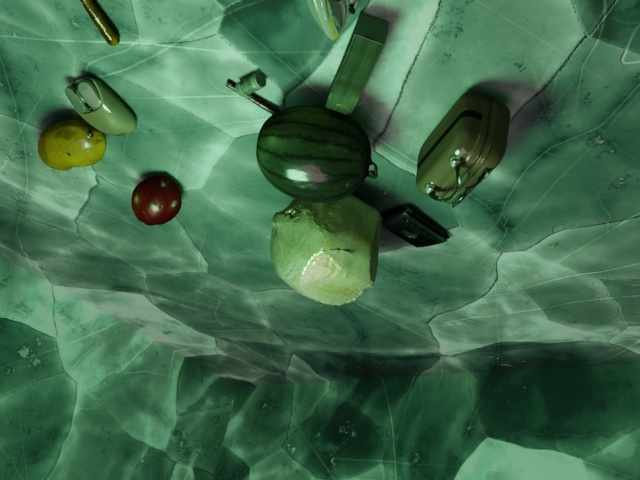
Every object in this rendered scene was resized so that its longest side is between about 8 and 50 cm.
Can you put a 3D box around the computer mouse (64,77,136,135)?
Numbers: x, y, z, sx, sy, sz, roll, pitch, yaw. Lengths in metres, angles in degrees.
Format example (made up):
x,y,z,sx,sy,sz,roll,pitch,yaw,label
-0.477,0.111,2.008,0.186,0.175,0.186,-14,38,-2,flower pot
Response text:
x,y,z,sx,sy,sz,roll,pitch,yaw,label
-0.698,-0.418,1.942,0.145,0.081,0.236,-5,145,29,computer mouse

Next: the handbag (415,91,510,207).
x,y,z,sx,sy,sz,roll,pitch,yaw,label
0.377,-0.220,1.652,0.149,0.283,0.302,19,148,-13,handbag

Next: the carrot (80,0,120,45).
x,y,z,sx,sy,sz,roll,pitch,yaw,label
-0.601,-0.605,1.645,0.042,0.042,0.170,-1,143,22,carrot

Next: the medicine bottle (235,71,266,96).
x,y,z,sx,sy,sz,roll,pitch,yaw,label
-0.199,-0.445,1.737,0.083,0.047,0.047,-14,140,37,medicine bottle

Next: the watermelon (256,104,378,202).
x,y,z,sx,sy,sz,roll,pitch,yaw,label
-0.007,-0.248,1.762,0.360,0.278,0.278,11,149,7,watermelon

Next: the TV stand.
x,y,z,sx,sy,sz,roll,pitch,yaw,label
0.091,-0.449,1.578,0.083,0.088,0.269,17,149,-9,TV stand

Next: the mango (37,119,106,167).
x,y,z,sx,sy,sz,roll,pitch,yaw,label
-0.868,-0.325,2.098,0.360,0.143,0.187,-7,150,38,mango

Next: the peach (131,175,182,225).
x,y,z,sx,sy,sz,roll,pitch,yaw,label
-0.606,-0.152,2.253,0.198,0.197,0.197,10,149,6,peach

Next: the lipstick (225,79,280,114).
x,y,z,sx,sy,sz,roll,pitch,yaw,label
-0.201,-0.421,1.799,0.177,0.027,0.027,27,146,-20,lipstick

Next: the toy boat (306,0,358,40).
x,y,z,sx,sy,sz,roll,pitch,yaw,label
0.022,-0.581,1.360,0.141,0.140,0.269,-4,147,26,toy boat

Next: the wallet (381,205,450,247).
x,y,z,sx,sy,sz,roll,pitch,yaw,label
0.331,-0.040,2.189,0.236,0.055,0.160,33,151,-30,wallet

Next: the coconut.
x,y,z,sx,sy,sz,roll,pitch,yaw,label
0.000,0.000,2.068,0.405,0.404,0.404,10,149,6,coconut
